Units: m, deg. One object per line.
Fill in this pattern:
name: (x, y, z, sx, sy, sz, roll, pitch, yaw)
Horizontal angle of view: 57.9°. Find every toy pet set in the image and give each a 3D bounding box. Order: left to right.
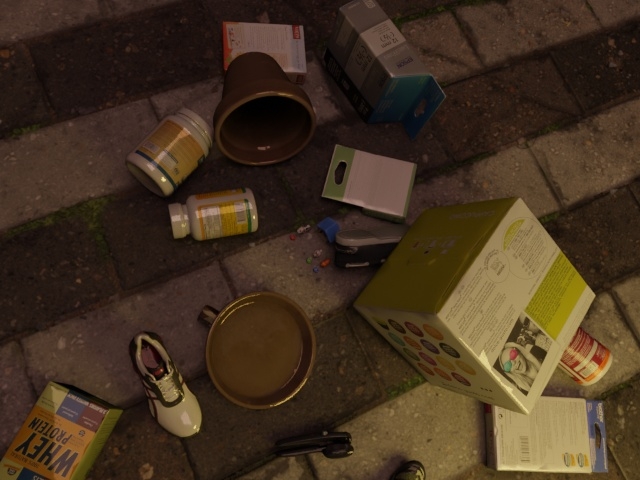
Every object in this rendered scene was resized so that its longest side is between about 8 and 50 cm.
toy pet set: (0.000, 0.000, 1.515, 0.114, 0.065, 0.122, -35, 83, -19)

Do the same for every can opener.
can opener: (-0.015, 0.483, 1.371, 0.186, 0.073, 0.059, 0, 81, -2)

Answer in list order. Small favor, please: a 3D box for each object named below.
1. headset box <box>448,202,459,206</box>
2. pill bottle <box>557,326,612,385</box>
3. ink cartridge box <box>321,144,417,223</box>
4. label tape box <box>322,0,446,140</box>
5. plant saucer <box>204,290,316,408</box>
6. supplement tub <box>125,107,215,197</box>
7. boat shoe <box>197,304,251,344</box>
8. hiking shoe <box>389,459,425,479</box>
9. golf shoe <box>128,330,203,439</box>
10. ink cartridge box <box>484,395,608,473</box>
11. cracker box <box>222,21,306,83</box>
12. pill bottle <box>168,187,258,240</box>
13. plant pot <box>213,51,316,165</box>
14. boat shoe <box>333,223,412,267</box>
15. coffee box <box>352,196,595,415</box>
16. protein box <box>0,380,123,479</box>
headset box: (0.384, -0.063, 1.613, 0.032, 0.062, 0.083, -41, 84, -20)
pill bottle: (0.645, 0.272, 1.532, 0.221, 0.121, 0.121, 39, 70, 2)
ink cartridge box: (0.136, -0.156, 1.597, 0.235, 0.056, 0.171, 14, 70, 4)
label tape box: (0.161, -0.447, 1.586, 0.115, 0.249, 0.348, -30, 81, -18)
plant saucer: (-0.143, 0.260, 1.386, 0.277, 0.041, 0.278, 2, 84, -24)
supplement tub: (-0.377, -0.224, 1.466, 0.144, 0.144, 0.200, 38, 70, 2)
boat shoe: (-0.232, 0.218, 1.413, 0.152, 0.056, 0.049, 39, 96, -6)
hiking shoe: (0.186, 0.618, 1.338, 0.086, 0.114, 0.227, 36, 70, 0)
golf shoe: (-0.359, 0.332, 1.315, 0.105, 0.120, 0.273, -31, 83, -20)
ink cartridge box: (0.578, 0.494, 1.483, 0.311, 0.065, 0.186, 5, 72, -8)
cracker box: (-0.161, -0.532, 1.645, 0.232, 0.067, 0.156, -1, 74, -11)
pill bottle: (-0.270, -0.063, 1.453, 0.208, 0.117, 0.118, -10, 76, -14)
plant pot: (-0.161, -0.364, 1.522, 0.263, 0.263, 0.229, -7, 56, -13)
boat shoe: (0.170, 0.017, 1.533, 0.302, 0.114, 0.091, -2, 112, -21)
coffee box: (0.350, 0.138, 1.354, 0.334, 0.337, 0.338, 46, 69, -18)
protein box: (-0.537, 0.419, 1.208, 0.136, 0.200, 0.201, 26, 71, -2)
